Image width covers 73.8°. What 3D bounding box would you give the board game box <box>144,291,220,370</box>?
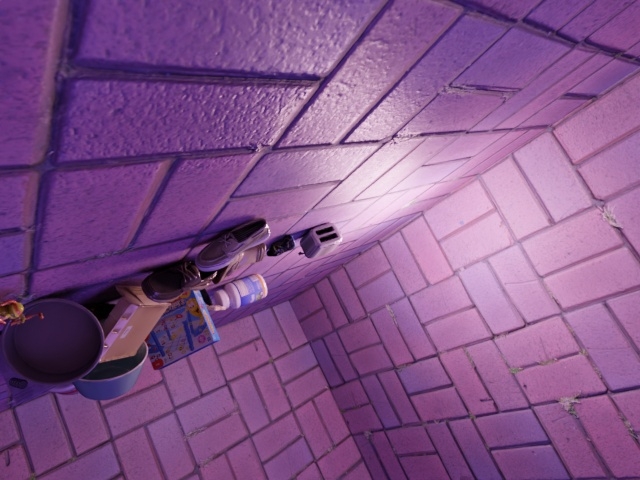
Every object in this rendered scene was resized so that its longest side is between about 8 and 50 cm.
[{"bbox_3d":[-0.670,0.393,1.975,0.309,0.301,0.086,-27,168,0],"label":"board game box"}]

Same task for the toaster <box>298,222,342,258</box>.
[{"bbox_3d":[0.000,0.000,2.140,0.227,0.129,0.146,-16,161,-33],"label":"toaster"}]

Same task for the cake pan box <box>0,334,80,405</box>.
[{"bbox_3d":[-0.964,0.393,1.464,0.267,0.245,0.070,-28,-178,3],"label":"cake pan box"}]

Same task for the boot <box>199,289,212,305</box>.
[{"bbox_3d":[-0.610,0.294,2.137,0.099,0.121,0.045,-25,164,-27],"label":"boot"}]

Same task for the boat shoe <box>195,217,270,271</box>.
[{"bbox_3d":[-0.323,0.004,1.554,0.303,0.109,0.094,-32,155,-17],"label":"boat shoe"}]

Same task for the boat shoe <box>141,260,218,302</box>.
[{"bbox_3d":[-0.525,0.132,1.628,0.130,0.132,0.355,-41,172,21],"label":"boat shoe"}]

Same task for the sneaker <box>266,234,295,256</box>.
[{"bbox_3d":[-0.187,0.034,2.019,0.188,0.067,0.078,-32,174,39],"label":"sneaker"}]

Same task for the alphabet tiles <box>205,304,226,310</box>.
[{"bbox_3d":[-0.641,0.343,2.189,0.285,0.021,0.278,2,173,10],"label":"alphabet tiles"}]

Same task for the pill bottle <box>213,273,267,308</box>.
[{"bbox_3d":[-0.452,0.296,2.404,0.272,0.152,0.152,-19,167,-35],"label":"pill bottle"}]

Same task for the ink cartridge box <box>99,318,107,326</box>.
[{"bbox_3d":[-0.940,0.360,1.742,0.198,0.067,0.115,-24,-171,-9],"label":"ink cartridge box"}]

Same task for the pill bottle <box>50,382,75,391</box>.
[{"bbox_3d":[-1.161,0.592,1.974,0.229,0.228,0.407,-20,168,-28],"label":"pill bottle"}]

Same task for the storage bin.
[{"bbox_3d":[-0.749,0.313,1.624,0.262,0.123,0.260,-54,167,-1],"label":"storage bin"}]

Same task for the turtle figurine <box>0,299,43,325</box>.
[{"bbox_3d":[-0.909,0.206,1.149,0.218,0.087,0.269,-16,175,-12],"label":"turtle figurine"}]

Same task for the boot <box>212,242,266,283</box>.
[{"bbox_3d":[-0.363,0.095,1.852,0.204,0.095,0.262,-19,162,-38],"label":"boot"}]

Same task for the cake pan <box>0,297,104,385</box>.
[{"bbox_3d":[-0.852,0.320,1.374,0.294,0.292,0.054,-24,-166,-9],"label":"cake pan"}]

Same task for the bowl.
[{"bbox_3d":[-0.871,0.529,1.746,0.312,0.312,0.162,-16,122,-43],"label":"bowl"}]

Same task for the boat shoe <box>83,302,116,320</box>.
[{"bbox_3d":[-0.860,0.274,1.599,0.073,0.073,0.207,-17,-178,20],"label":"boat shoe"}]
